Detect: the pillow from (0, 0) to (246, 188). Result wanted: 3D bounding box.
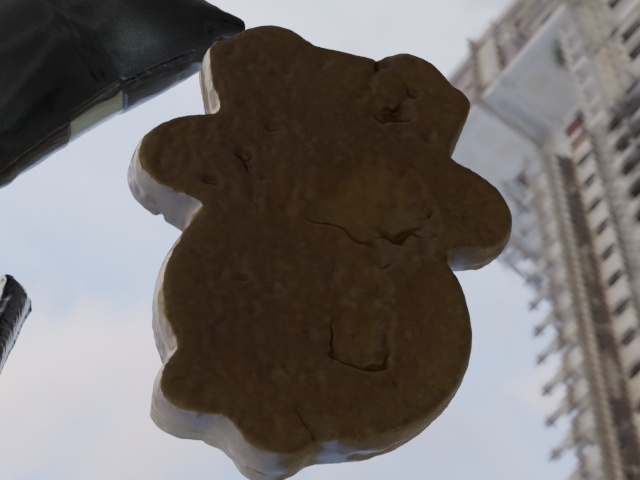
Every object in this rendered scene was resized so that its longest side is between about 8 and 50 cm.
[{"bbox_3d":[-0.200,-0.128,1.054,0.250,0.106,0.186,-34,-132,-22],"label":"pillow"}]

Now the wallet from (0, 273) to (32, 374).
[{"bbox_3d":[-0.239,0.106,0.891,0.044,0.149,0.250,47,-173,-15],"label":"wallet"}]

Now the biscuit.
[{"bbox_3d":[-0.001,0.002,0.692,0.184,0.035,0.249,9,-128,-8],"label":"biscuit"}]
